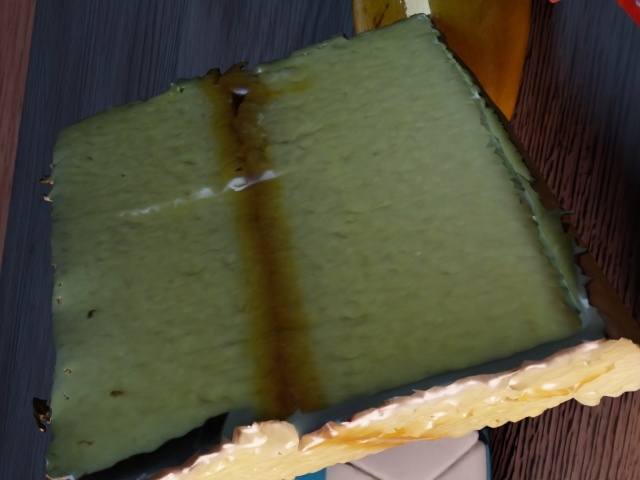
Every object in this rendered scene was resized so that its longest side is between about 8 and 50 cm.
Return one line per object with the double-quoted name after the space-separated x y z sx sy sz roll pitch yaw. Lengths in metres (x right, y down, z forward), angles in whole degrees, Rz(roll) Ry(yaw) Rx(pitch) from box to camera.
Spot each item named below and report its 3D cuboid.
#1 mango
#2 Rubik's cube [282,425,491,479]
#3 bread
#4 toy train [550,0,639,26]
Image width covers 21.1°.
0.085 -0.149 1.194 0.145 0.112 0.219 -31 57 53 "mango"
0.036 0.221 1.193 0.254 0.254 0.255 -174 90 -70 "Rubik's cube"
-0.027 -0.015 1.037 0.345 0.242 0.405 -29 65 14 "bread"
0.190 -0.139 0.665 0.369 0.231 0.163 54 140 27 "toy train"
